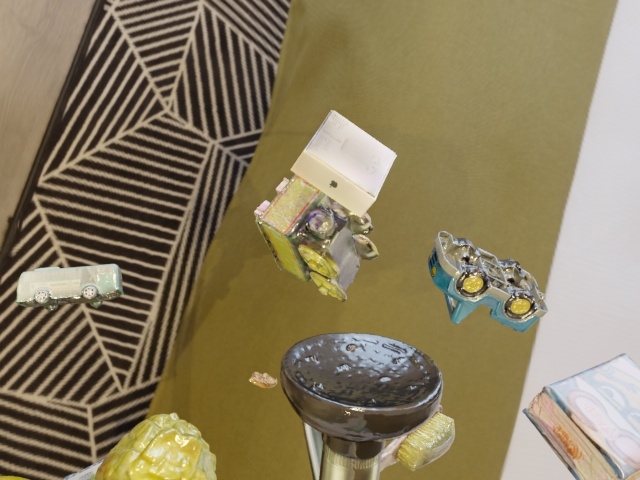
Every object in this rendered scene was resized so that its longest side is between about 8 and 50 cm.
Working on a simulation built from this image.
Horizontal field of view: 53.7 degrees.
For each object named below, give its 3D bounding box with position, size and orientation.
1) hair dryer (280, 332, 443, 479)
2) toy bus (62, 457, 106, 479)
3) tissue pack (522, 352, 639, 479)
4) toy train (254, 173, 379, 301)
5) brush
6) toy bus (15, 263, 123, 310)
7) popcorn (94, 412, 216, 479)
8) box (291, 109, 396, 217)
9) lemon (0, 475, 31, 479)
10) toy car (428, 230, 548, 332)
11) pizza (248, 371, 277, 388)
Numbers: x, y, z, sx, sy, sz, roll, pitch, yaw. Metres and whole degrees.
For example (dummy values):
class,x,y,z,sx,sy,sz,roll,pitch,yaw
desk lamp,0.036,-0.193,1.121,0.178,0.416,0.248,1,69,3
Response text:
class,x,y,z,sx,sy,sz,roll,pitch,yaw
hair dryer,-0.003,0.226,0.725,0.156,0.284,0.320,-3,118,-23
toy bus,-0.591,0.634,1.647,0.330,0.136,0.109,-27,73,-2
tissue pack,0.314,0.197,0.683,0.155,0.115,0.065,-9,137,-33
toy train,0.000,0.000,1.143,0.177,0.261,0.134,32,72,23
brush,0.121,0.321,0.931,0.313,0.067,0.072,-11,120,-53
toy bus,-0.660,0.124,1.672,0.262,0.091,0.109,-4,74,-9
popcorn,-0.280,0.411,1.062,0.181,0.235,0.217,47,40,-4
box,0.040,-0.122,0.982,0.129,0.051,0.130,34,45,-6
lemon,-0.408,0.390,0.797,0.174,0.173,0.206,-30,96,-23
toy car,0.234,0.071,0.928,0.191,0.097,0.100,26,120,-16
pizza,-0.110,0.271,1.222,0.016,0.037,0.083,-48,146,15
